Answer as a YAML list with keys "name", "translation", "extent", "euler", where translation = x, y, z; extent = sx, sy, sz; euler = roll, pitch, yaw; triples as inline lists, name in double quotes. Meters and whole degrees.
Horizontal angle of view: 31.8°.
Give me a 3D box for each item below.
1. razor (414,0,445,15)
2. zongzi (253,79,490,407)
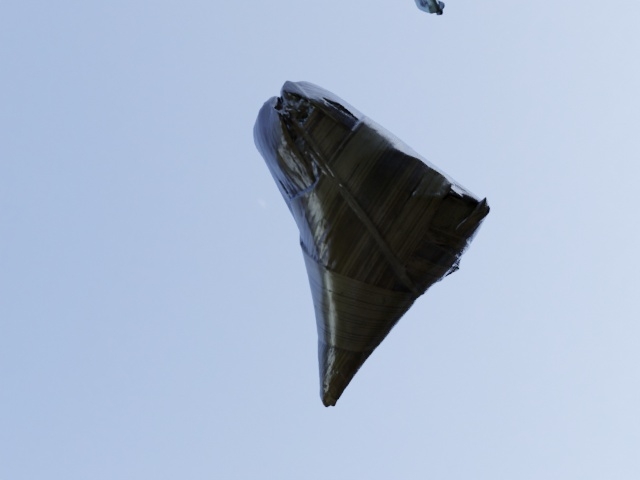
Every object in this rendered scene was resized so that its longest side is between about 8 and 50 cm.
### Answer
- name: "razor"
  translation: [0.132, -0.187, 0.583]
  extent: [0.211, 0.036, 0.084]
  euler: [-14, -55, 24]
- name: "zongzi"
  translation: [0.000, 0.000, 1.250]
  extent: [0.288, 0.286, 0.134]
  euler: [-53, -7, -4]
